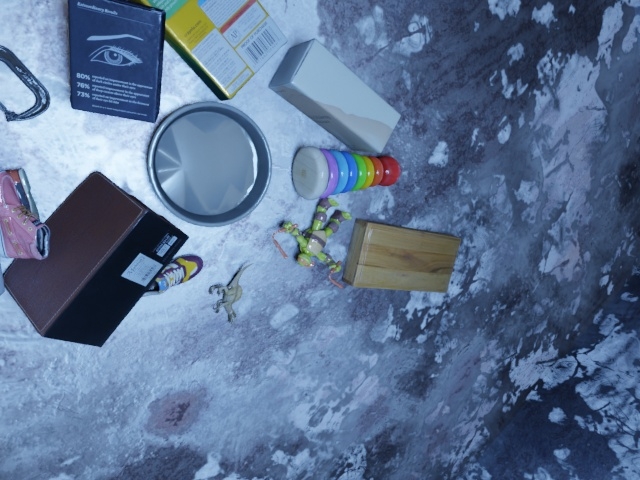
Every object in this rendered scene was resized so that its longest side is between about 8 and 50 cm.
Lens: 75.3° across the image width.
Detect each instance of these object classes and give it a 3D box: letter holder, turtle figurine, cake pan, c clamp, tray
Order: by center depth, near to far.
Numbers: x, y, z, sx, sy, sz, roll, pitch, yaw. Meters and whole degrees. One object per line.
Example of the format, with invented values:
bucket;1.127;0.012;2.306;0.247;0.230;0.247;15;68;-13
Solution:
c clamp;-0.609;-0.289;0.777;0.137;0.022;0.160;-53;128;-17
letter holder;-0.480;0.034;0.887;0.301;0.215;0.152;-53;154;-8
cake pan;-0.261;-0.179;0.996;0.294;0.054;0.292;-8;107;-28
turtle figurine;0.000;0.000;1.177;0.270;0.087;0.217;38;75;-23
tray;0.277;0.060;1.363;0.412;0.076;0.202;7;100;-32

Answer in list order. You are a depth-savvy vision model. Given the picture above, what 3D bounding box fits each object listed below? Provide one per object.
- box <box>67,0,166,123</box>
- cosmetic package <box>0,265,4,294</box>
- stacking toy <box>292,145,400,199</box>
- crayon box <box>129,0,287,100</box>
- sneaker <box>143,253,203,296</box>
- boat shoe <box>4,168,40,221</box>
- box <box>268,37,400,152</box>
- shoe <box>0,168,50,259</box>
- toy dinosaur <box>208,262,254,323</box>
box;-0.385;-0.350;0.798;0.153;0.108;0.206;7;118;-19
cosmetic package;-0.702;-0.088;0.669;0.230;0.161;0.452;-1;107;-16
stacking toy;0.091;-0.193;1.166;0.331;0.141;0.141;-9;107;-36
crayon box;-0.252;-0.498;0.897;0.203;0.083;0.323;-50;122;-10
sneaker;-0.364;0.091;0.991;0.186;0.084;0.069;-23;114;-23
boat shoe;-0.600;-0.075;0.831;0.043;0.049;0.136;-14;108;-23
box;0.041;-0.360;1.070;0.311;0.148;0.121;29;89;-31
shoe;-0.569;-0.046;0.786;0.081;0.063;0.177;6;112;-5
toy dinosaur;-0.243;0.134;1.104;0.093;0.053;0.182;3;110;-46
